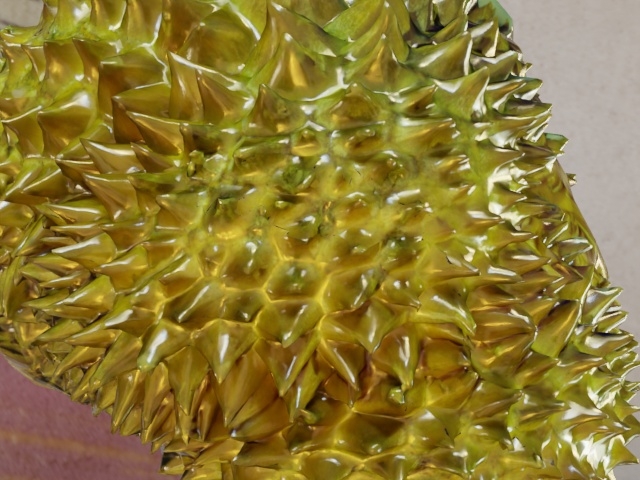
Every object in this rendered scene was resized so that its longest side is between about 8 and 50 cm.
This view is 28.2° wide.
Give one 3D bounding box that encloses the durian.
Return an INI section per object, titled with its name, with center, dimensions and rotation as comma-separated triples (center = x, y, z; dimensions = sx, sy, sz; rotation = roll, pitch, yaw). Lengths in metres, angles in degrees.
[durian]
center = 0.002, -0.003, 0.495
dimensions = 0.291, 0.291, 0.225
rotation = 34, 91, -32
